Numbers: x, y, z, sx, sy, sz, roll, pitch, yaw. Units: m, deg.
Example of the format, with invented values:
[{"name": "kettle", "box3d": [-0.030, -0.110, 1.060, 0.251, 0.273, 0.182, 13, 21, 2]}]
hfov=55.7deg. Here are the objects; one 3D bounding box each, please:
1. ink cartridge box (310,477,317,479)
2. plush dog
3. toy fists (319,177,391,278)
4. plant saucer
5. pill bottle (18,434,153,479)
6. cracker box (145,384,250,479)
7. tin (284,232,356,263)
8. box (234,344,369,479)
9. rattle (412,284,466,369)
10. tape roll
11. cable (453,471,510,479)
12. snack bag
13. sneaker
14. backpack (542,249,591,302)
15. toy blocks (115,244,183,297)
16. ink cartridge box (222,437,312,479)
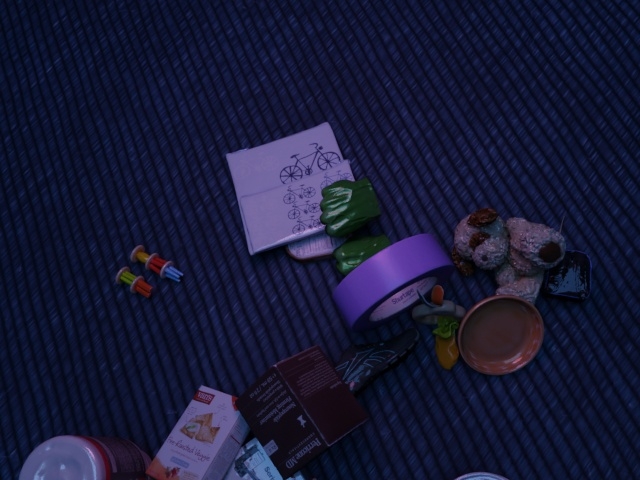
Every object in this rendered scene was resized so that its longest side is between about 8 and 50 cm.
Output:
[{"name": "ink cartridge box", "box3d": [-0.062, 0.683, 1.287, 0.275, 0.060, 0.238, -31, 94, -3]}, {"name": "plush dog", "box3d": [0.426, 0.007, 1.419, 0.226, 0.262, 0.210, 18, 48, 8]}, {"name": "toy fists", "box3d": [0.082, -0.013, 1.488, 0.142, 0.096, 0.279, -21, 102, -13]}, {"name": "plant saucer", "box3d": [0.409, 0.213, 1.388, 0.200, 0.037, 0.199, -2, 107, -5]}, {"name": "pill bottle", "box3d": [-0.484, 0.516, 1.313, 0.176, 0.318, 0.176, -3, 71, 8]}, {"name": "cracker box", "box3d": [-0.265, 0.458, 1.374, 0.156, 0.067, 0.232, 6, 51, 36]}, {"name": "tin", "box3d": [0.000, 0.000, 1.573, 0.190, 0.040, 0.106, -11, 74, 4]}, {"name": "box", "box3d": [-0.042, 0.372, 1.333, 0.168, 0.167, 0.203, -47, 70, 30]}, {"name": "rattle", "box3d": [0.264, 0.198, 1.374, 0.130, 0.199, 0.142, 16, 74, 13]}, {"name": "tape roll", "box3d": [0.167, 0.100, 1.383, 0.275, 0.275, 0.090, -31, 69, -3]}, {"name": "cable", "box3d": [0.345, 0.625, 1.274, 0.257, 0.089, 0.257, 25, 75, 16]}, {"name": "snack bag", "box3d": [-0.071, -0.153, 1.615, 0.323, 0.037, 0.342, -18, 62, 2]}, {"name": "sneaker", "box3d": [0.113, 0.278, 1.424, 0.267, 0.101, 0.106, -35, 67, -5]}, {"name": "backpack", "box3d": [0.579, 0.083, 1.429, 0.105, 0.084, 0.114, 9, 77, 12]}, {"name": "toy blocks", "box3d": [-0.447, 0.095, 1.596, 0.148, 0.054, 0.123, 26, 76, 16]}, {"name": "ink cartridge box", "box3d": [-0.145, 0.542, 1.376, 0.208, 0.087, 0.153, -35, 69, -4]}]
